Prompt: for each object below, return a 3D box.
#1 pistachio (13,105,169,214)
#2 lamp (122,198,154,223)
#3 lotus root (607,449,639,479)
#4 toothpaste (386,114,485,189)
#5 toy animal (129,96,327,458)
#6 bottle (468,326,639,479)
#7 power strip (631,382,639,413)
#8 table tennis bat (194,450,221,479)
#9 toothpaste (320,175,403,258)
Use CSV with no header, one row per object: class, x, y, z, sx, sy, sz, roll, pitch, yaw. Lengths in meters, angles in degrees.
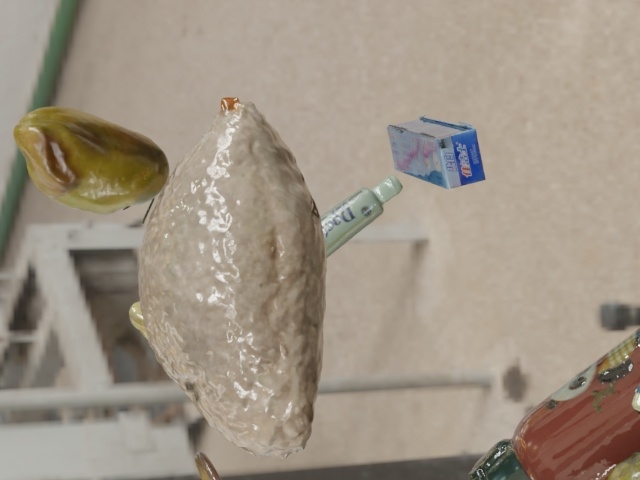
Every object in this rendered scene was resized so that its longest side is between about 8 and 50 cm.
pistachio,-0.273,-0.096,1.902,0.100,0.189,0.110,-62,28,29
lamp,-0.252,-0.082,2.148,0.041,0.054,0.121,15,144,25
lotus root,0.332,0.261,1.505,0.154,0.278,0.154,179,90,-82
toothpaste,0.138,-0.110,1.988,0.272,0.053,0.066,-147,42,-77
toy animal,-0.093,0.033,1.659,0.226,0.188,0.358,14,103,62
bottle,0.303,0.197,1.677,0.336,0.144,0.144,-39,49,14
power strip,0.334,0.157,1.430,0.123,0.056,0.032,21,83,18
table tennis bat,-0.140,0.325,1.747,0.170,0.119,0.107,66,168,-6
toothpaste,0.000,0.000,2.102,0.067,0.255,0.037,53,178,20
